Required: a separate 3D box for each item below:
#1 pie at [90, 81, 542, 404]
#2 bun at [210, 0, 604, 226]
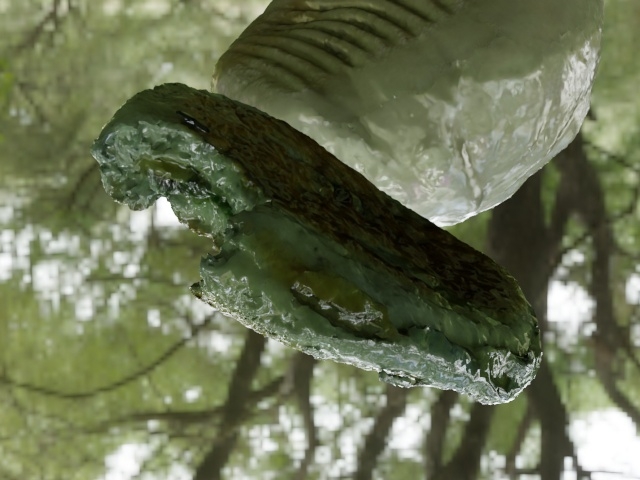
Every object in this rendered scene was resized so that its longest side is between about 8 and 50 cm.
[{"bbox_3d":[0.005,0.001,0.880,0.302,0.067,0.302,31,-166,-8],"label":"pie"},{"bbox_3d":[0.088,-0.141,1.288,0.365,0.219,0.365,-22,-150,14],"label":"bun"}]
